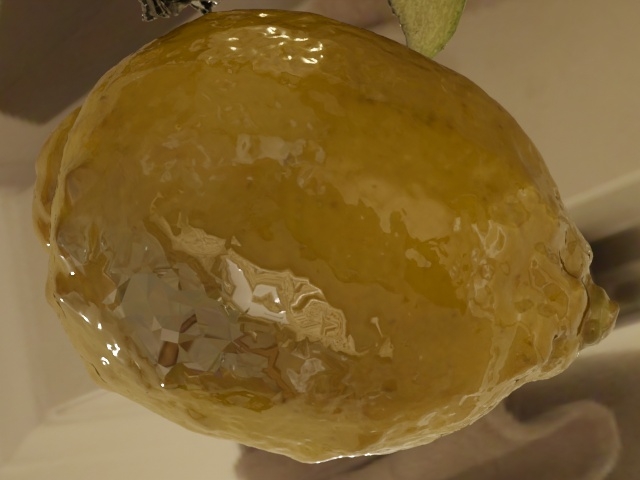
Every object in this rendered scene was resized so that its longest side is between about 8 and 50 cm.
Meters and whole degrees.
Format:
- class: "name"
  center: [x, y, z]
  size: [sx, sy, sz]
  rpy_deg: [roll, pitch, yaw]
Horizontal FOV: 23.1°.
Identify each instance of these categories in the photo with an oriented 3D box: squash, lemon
- class: "squash"
  center: [0.118, -0.318, 1.752]
  size: [0.192, 0.085, 0.184]
  rpy_deg: [62, -157, -55]
- class: "lemon"
  center: [-0.007, -0.003, 0.941]
  size: [0.316, 0.285, 0.285]
  rpy_deg: [-4, -103, -19]

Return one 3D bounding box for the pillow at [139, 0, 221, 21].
- class: "pillow"
  center: [-0.152, -0.310, 1.089]
  size: [0.161, 0.093, 0.335]
  rpy_deg: [-19, -91, -73]
